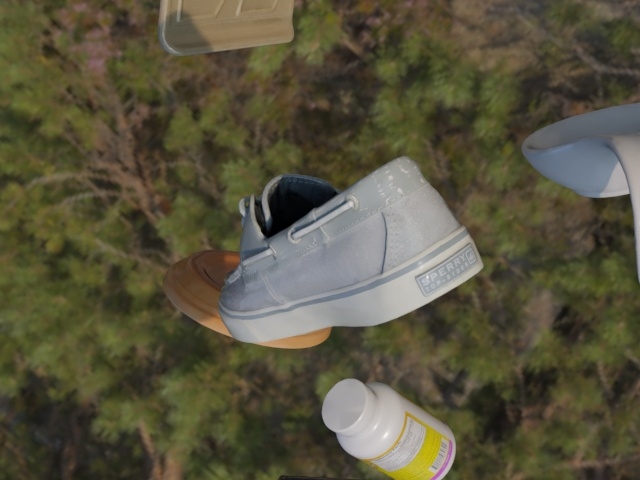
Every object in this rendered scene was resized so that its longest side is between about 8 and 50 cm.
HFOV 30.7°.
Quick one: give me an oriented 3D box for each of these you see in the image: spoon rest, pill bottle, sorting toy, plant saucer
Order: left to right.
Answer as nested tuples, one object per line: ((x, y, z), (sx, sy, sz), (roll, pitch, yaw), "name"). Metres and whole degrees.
((-0.078, 0.060, 1.324), (0.200, 0.200, 0.037), (28, 110, 27), "plant saucer")
((-0.067, -0.339, 1.330), (0.041, 0.307, 0.229), (21, 115, 36), "sorting toy")
((0.037, 0.106, 0.651), (0.043, 0.043, 0.083), (13, 162, 46), "pill bottle")
((0.228, -0.061, 0.864), (0.276, 0.137, 0.084), (-90, -14, -68), "spoon rest")

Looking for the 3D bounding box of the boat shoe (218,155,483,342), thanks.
((-0.001, 0.000, 0.613), (0.227, 0.079, 0.081), (-16, 101, 62), "boat shoe")

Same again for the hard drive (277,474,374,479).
((0.016, 0.194, 0.716), (0.135, 0.094, 0.022), (-7, 152, 42), "hard drive")
